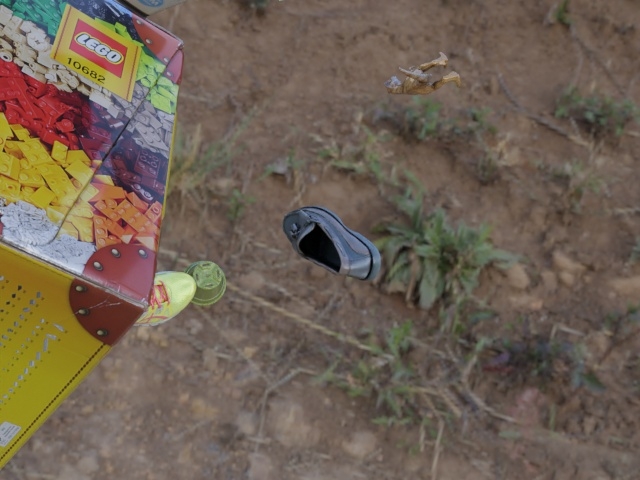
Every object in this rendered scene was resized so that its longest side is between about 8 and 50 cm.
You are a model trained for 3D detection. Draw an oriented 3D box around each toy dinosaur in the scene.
[{"bbox_3d":[0.156,-0.244,1.404,0.112,0.064,0.211,-26,5,-8],"label":"toy dinosaur"}]

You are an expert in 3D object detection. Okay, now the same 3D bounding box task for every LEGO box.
[{"bbox_3d":[-0.352,0.030,0.896,0.193,0.500,0.373,28,36,-26],"label":"LEGO box"}]

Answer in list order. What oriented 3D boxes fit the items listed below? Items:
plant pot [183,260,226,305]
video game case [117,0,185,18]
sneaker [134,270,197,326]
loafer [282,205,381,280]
[{"bbox_3d":[-0.207,0.069,1.636,0.083,0.083,0.079,11,-16,-9],"label":"plant pot"},{"bbox_3d":[-0.151,-0.279,0.678,0.248,0.035,0.275,-7,-26,40],"label":"video game case"},{"bbox_3d":[-0.283,0.096,1.421,0.208,0.082,0.094,-18,-5,-28],"label":"sneaker"},{"bbox_3d":[0.000,0.000,1.666,0.084,0.096,0.267,-4,21,-37],"label":"loafer"}]
